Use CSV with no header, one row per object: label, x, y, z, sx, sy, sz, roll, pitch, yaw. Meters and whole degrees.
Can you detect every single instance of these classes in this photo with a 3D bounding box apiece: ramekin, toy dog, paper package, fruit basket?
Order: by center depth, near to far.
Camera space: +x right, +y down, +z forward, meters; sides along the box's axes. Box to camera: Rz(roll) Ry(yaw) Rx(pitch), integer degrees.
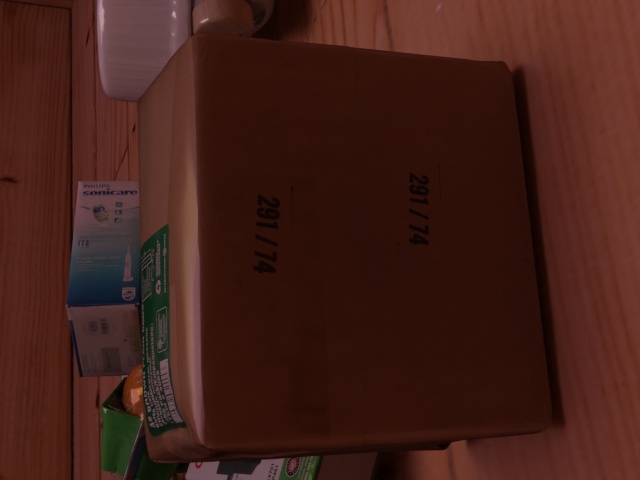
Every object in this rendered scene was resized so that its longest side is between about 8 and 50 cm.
paper package,0.011,0.012,0.833,0.168,0.309,0.325,145,124,-64
toy dog,-0.104,-0.320,1.453,0.333,0.160,0.220,-148,59,-82
ramekin,-0.261,-0.337,1.524,0.277,0.135,0.277,180,90,-83
fruit basket,-0.233,0.207,1.628,0.327,0.165,0.353,-116,49,-86

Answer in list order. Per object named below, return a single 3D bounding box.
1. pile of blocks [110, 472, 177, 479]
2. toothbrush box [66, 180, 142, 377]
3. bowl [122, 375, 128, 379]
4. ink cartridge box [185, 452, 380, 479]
pile of blocks,-0.313,0.508,1.911,0.113,0.149,0.362,55,-177,-22
toothbrush box,-0.378,0.066,1.813,0.216,0.126,0.296,97,171,-49
bowl,-0.393,0.291,2.176,0.142,0.053,0.142,179,94,-69
ink cartridge box,-0.035,0.210,1.079,0.208,0.087,0.153,-7,59,47
